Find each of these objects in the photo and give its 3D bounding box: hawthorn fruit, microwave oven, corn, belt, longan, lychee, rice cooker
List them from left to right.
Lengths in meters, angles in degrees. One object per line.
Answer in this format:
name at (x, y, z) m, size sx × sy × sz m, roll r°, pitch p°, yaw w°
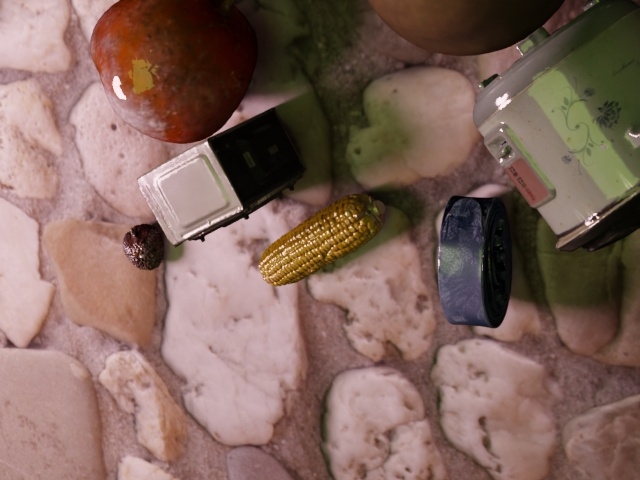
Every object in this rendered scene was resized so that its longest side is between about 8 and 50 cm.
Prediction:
lychee at (-0.286, 0.009, 1.956) m, size 0.067 × 0.068 × 0.083 m, roll -25°, pitch 120°, yaw -9°
hawthorn fruit at (-0.198, -0.261, 1.730) m, size 0.235 × 0.263 × 0.231 m, roll 36°, pitch 150°, yaw 50°
microwave oven at (-0.137, -0.090, 1.763) m, size 0.163 × 0.205 × 0.129 m, roll -23°, pitch 98°, yaw 33°
corn at (0.000, 0.000, 1.804) m, size 0.238 × 0.080 × 0.080 m, roll -31°, pitch 94°, yaw 31°
longan at (0.171, -0.383, 1.441) m, size 0.318 × 0.319 × 0.319 m, roll 10°, pitch 113°, yaw 23°
belt at (0.217, 0.027, 1.668) m, size 0.082 × 0.141 × 0.190 m, roll 3°, pitch 108°, yaw 24°
rice cooker at (0.348, -0.130, 1.478) m, size 0.317 × 0.264 × 0.317 m, roll 47°, pitch 161°, yaw 21°
